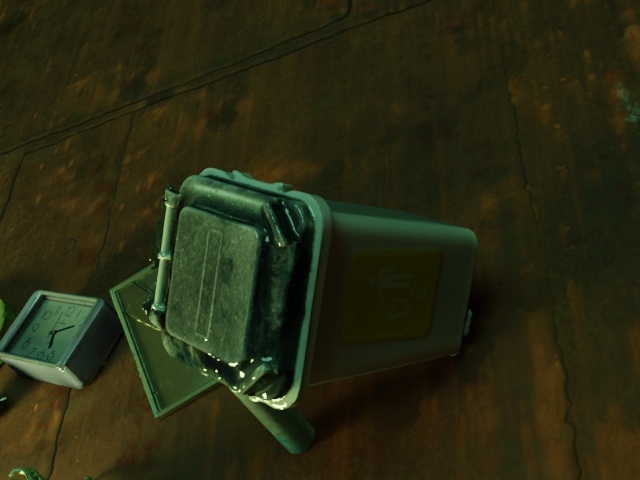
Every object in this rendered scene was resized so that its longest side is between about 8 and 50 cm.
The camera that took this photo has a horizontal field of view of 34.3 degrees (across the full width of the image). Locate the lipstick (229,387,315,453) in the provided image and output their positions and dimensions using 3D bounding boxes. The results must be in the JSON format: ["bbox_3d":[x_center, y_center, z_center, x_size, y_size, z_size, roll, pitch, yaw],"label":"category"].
[{"bbox_3d":[-0.063,0.221,1.360,0.048,0.158,0.048,-20,42,19],"label":"lipstick"}]

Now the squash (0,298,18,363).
[{"bbox_3d":[-0.647,0.196,1.894,0.219,0.041,0.219,-23,37,19],"label":"squash"}]

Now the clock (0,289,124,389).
[{"bbox_3d":[-0.436,0.162,1.747,0.193,0.073,0.145,4,54,38],"label":"clock"}]

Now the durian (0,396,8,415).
[{"bbox_3d":[-0.566,0.272,1.736,0.091,0.080,0.080,-16,41,-2],"label":"durian"}]

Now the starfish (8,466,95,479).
[{"bbox_3d":[-0.343,0.359,1.454,0.208,0.176,0.053,21,96,6],"label":"starfish"}]

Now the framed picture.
[{"bbox_3d":[-0.217,0.130,1.609,0.184,0.016,0.250,-32,58,6],"label":"framed picture"}]

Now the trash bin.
[{"bbox_3d":[-0.006,0.047,1.311,0.296,0.367,0.256,15,101,47],"label":"trash bin"}]
